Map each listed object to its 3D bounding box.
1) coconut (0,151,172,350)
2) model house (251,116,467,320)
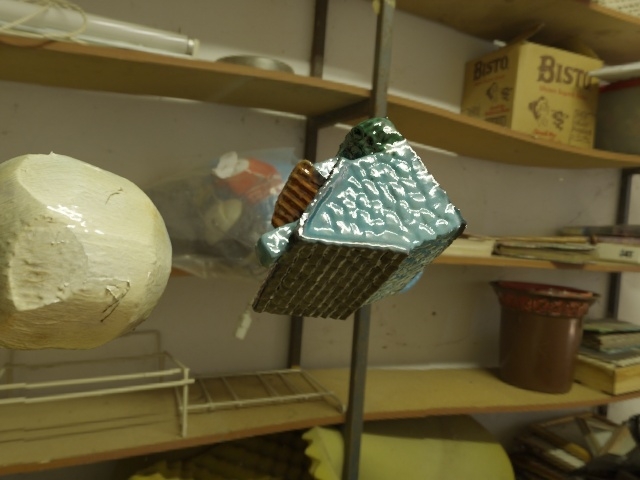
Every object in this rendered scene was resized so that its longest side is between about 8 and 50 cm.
[{"bbox_3d":[-0.469,0.017,0.936,0.346,0.346,0.360,6,-12,43],"label":"coconut"},{"bbox_3d":[0.000,0.000,1.014,0.339,0.297,0.360,-25,-16,-31],"label":"model house"}]
